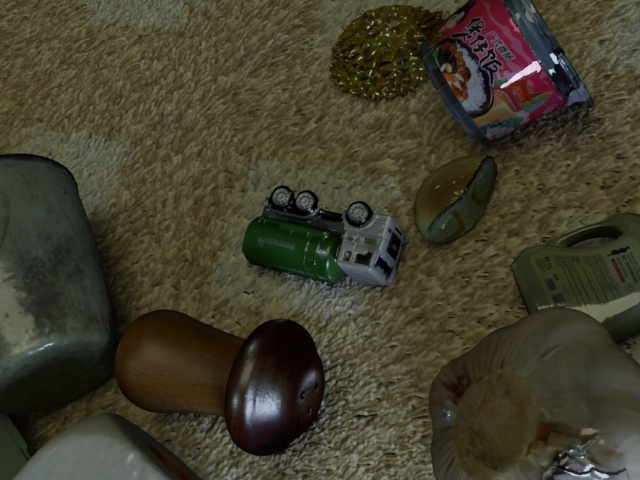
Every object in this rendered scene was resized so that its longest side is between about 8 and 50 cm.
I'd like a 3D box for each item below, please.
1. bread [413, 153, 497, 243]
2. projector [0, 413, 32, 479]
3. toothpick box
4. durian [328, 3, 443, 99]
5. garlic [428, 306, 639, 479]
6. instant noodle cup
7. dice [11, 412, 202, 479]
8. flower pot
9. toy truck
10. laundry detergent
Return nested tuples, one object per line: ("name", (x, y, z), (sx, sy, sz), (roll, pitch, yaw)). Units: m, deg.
("bread", (0.191, -0.063, 1.436), (0.094, 0.083, 0.157), (19, 69, 29))
("projector", (-0.543, 0.331, 1.432), (0.192, 0.099, 0.257), (-20, 51, -37))
("toothpick box", (-0.140, 0.192, 1.365), (0.295, 0.192, 0.192), (8, 67, 28))
("durian", (0.110, -0.318, 1.597), (0.183, 0.165, 0.132), (9, 23, -1))
("garlic", (0.265, 0.239, 1.160), (0.322, 0.241, 0.322), (-23, 33, 16))
("instant noodle cup", (0.266, -0.265, 1.438), (0.182, 0.258, 0.302), (-32, 13, 18))
("dice", (-0.271, 0.401, 1.270), (0.259, 0.243, 0.251), (36, 79, 27))
("flower pot", (-0.470, 0.081, 1.489), (0.294, 0.293, 0.330), (-29, 65, 3))
("toy truck", (0.000, 0.000, 1.463), (0.243, 0.101, 0.124), (11, 73, 27))
("laundry detergent", (0.400, 0.049, 1.300), (0.254, 0.091, 0.181), (-22, 53, 8))
